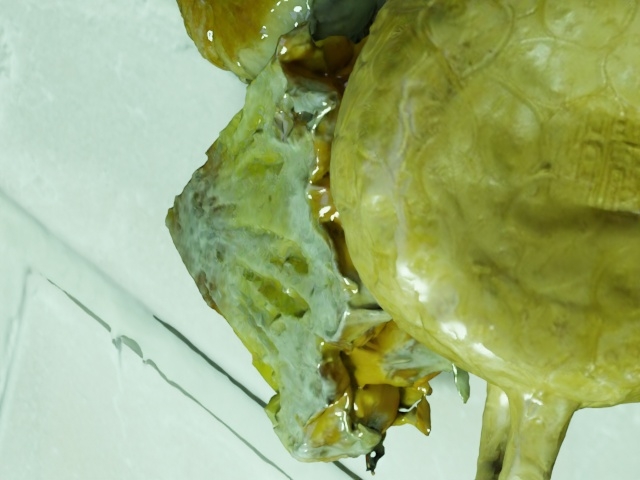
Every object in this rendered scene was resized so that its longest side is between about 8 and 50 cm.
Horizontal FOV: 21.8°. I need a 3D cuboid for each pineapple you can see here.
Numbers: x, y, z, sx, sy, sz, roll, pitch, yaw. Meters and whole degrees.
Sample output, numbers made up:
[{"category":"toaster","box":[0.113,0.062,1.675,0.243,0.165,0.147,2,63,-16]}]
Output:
[{"category":"pineapple","box":[0.000,0.000,0.857,0.186,0.114,0.236,28,115,49]}]

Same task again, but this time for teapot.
[{"category":"teapot","box":[0.105,-0.022,0.718,0.203,0.167,0.311,9,92,-1]}]

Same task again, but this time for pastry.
[{"category":"pastry","box":[-0.024,-0.154,0.874,0.153,0.081,0.153,15,112,41]}]
